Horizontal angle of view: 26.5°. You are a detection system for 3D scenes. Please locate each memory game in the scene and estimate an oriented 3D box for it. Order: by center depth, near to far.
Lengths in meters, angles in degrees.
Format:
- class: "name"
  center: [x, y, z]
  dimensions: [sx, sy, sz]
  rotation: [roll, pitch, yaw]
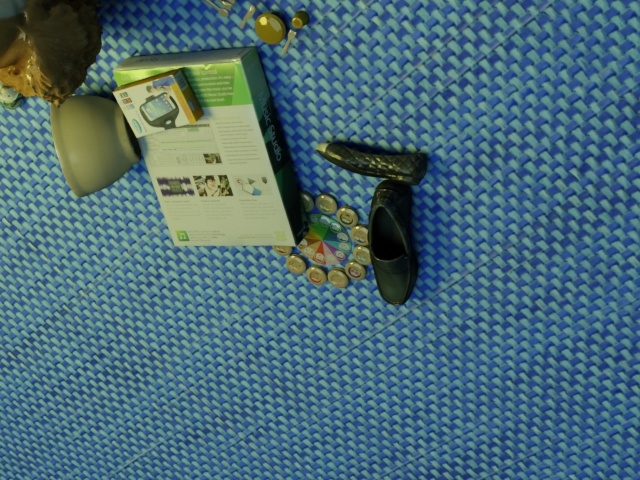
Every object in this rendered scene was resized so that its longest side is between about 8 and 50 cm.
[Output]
- class: "memory game"
  center: [0.000, 0.000, 2.155]
  dimensions: [0.186, 0.012, 0.186]
  rotation: [14, 130, 17]

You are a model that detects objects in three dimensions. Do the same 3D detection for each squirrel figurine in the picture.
- class: "squirrel figurine"
  center: [-0.494, -0.356, 1.922]
  dimensions: [0.397, 0.281, 0.370]
  rotation: [40, 169, -35]

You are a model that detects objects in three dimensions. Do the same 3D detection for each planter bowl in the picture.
- class: "planter bowl"
  center: [-0.344, -0.158, 2.128]
  dimensions: [0.109, 0.162, 0.162]
  rotation: [-14, 121, 4]

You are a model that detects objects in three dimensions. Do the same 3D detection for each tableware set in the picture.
- class: "tableware set"
  center: [-0.087, -0.343, 1.932]
  dimensions: [0.154, 0.024, 0.104]
  rotation: [34, 129, 1]

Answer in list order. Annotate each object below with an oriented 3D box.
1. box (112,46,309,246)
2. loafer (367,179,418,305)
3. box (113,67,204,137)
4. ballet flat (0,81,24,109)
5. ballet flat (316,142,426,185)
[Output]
- class: "box"
  center: [-0.165, -0.138, 2.097]
  dimensions: [0.232, 0.058, 0.322]
  rotation: [0, 123, 27]
- class: "loafer"
  center: [0.104, 0.013, 2.066]
  dimensions: [0.076, 0.078, 0.223]
  rotation: [11, 129, 20]
- class: "box"
  center: [-0.249, -0.203, 2.039]
  dimensions: [0.136, 0.028, 0.081]
  rotation: [-12, 115, 32]
- class: "ballet flat"
  center: [-0.498, -0.271, 2.166]
  dimensions: [0.070, 0.070, 0.188]
  rotation: [30, 133, 4]
- class: "ballet flat"
  center: [0.076, -0.120, 2.011]
  dimensions: [0.173, 0.049, 0.057]
  rotation: [15, 173, 18]
